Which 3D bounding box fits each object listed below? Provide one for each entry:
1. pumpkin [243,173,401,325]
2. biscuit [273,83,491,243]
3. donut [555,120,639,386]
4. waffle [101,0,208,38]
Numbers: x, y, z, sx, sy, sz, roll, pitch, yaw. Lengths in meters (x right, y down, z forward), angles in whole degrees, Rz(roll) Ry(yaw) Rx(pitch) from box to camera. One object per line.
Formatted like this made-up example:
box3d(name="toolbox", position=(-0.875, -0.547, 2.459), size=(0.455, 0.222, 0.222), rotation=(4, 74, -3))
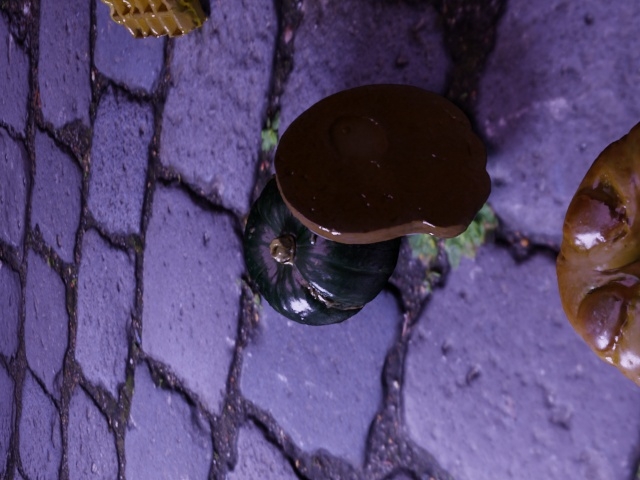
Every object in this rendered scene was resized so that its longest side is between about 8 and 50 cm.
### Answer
box3d(name="pumpkin", position=(-0.001, 0.001, 0.794), size=(0.190, 0.146, 0.190), rotation=(-6, 76, 26))
box3d(name="biscuit", position=(0.059, -0.074, 0.707), size=(0.049, 0.208, 0.180), rotation=(79, -177, -61))
box3d(name="donut", position=(0.283, 0.010, 0.507), size=(0.227, 0.114, 0.226), rotation=(8, 101, 47))
box3d(name="waffle", position=(-0.291, -0.412, 1.052), size=(0.229, 0.057, 0.219), rotation=(16, 140, 46))
